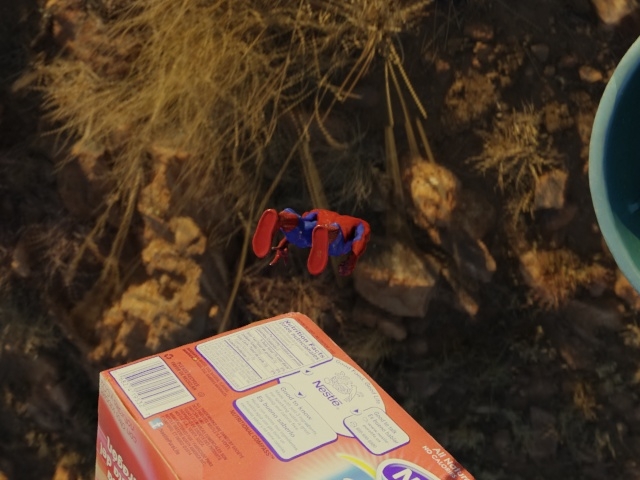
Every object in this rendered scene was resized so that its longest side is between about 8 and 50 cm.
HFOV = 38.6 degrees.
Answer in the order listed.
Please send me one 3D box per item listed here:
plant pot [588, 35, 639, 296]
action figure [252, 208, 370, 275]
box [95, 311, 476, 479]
[{"bbox_3d":[0.440,-0.109,0.735,0.341,0.334,0.341,21,130,27],"label":"plant pot"},{"bbox_3d":[0.000,0.000,0.413,0.038,0.115,0.030,12,97,12],"label":"action figure"},{"bbox_3d":[0.005,0.191,0.517,0.154,0.300,0.142,-16,131,-36],"label":"box"}]
